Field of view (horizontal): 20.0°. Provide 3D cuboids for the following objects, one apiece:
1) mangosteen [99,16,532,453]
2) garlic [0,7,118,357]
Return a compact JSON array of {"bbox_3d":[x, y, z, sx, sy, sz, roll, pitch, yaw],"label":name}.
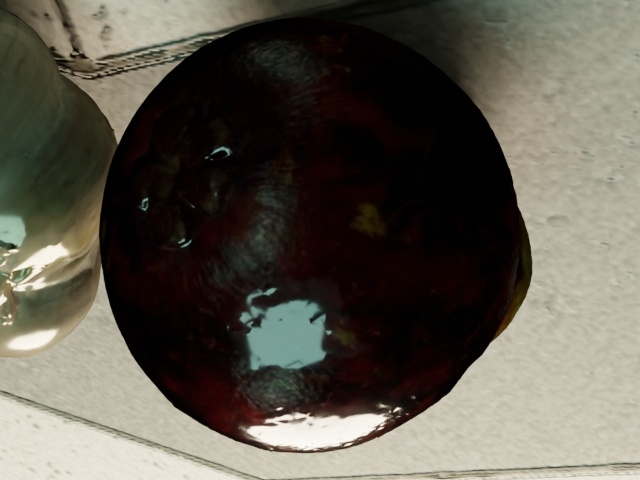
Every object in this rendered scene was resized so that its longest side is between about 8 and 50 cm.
[{"bbox_3d":[0.000,0.000,0.821,0.209,0.210,0.210,14,145,10],"label":"mangosteen"},{"bbox_3d":[-0.208,-0.037,0.913,0.227,0.152,0.228,6,130,7],"label":"garlic"}]
